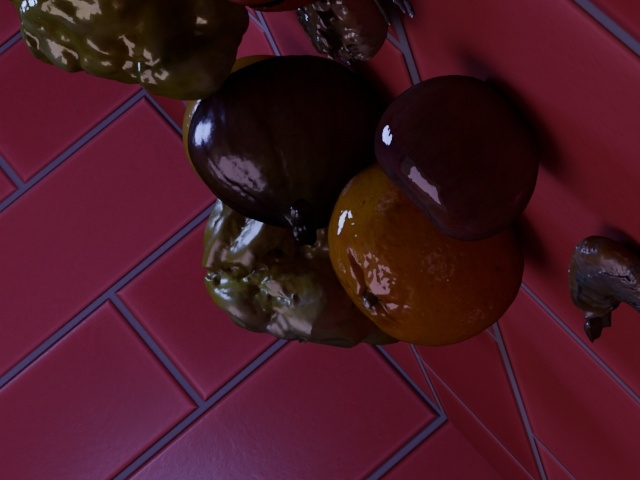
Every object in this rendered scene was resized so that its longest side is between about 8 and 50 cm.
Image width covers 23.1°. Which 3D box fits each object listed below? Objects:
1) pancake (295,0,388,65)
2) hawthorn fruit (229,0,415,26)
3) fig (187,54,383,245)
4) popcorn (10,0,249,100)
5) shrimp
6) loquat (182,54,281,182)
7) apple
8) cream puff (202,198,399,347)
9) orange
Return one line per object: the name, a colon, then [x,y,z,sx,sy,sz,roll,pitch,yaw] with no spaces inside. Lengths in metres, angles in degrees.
pancake: [-0.063,-0.312,1.432,0.382,0.071,0.382,52,-178,-2]
hawthorn fruit: [-0.038,-0.259,1.135,0.299,0.211,0.211,39,171,11]
fig: [-0.035,-0.104,1.804,0.235,0.235,0.214,-166,70,-79]
popcorn: [-0.238,-0.314,1.754,0.334,0.293,0.292,50,-165,-30]
shrimp: [0.274,0.059,1.417,0.132,0.051,0.187,49,171,12]
loquat: [-0.071,-0.134,2.008,0.208,0.208,0.208,49,173,8]
apple: [0.125,-0.075,1.385,0.153,0.120,0.153,46,178,2]
cream puff: [0.002,0.000,2.210,0.324,0.257,0.291,10,-162,20]
orange: [0.111,0.010,1.686,0.219,0.193,0.219,58,163,28]
